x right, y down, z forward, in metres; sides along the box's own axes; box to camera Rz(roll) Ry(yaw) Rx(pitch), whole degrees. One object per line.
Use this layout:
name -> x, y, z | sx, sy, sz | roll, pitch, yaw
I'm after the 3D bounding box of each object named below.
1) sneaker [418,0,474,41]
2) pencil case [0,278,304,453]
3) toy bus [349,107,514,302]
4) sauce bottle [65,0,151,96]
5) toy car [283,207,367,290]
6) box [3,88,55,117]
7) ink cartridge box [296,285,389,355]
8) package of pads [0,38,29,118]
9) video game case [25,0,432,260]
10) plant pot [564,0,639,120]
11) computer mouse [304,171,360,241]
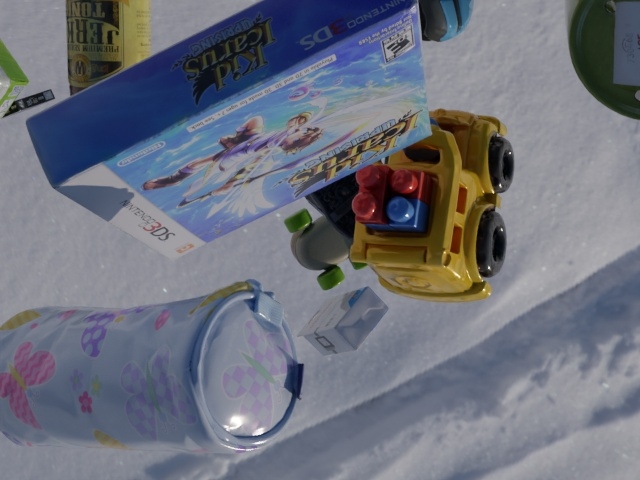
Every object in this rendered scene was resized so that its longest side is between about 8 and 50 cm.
sneaker -> 0.011, -0.308, 0.772 | 0.341, 0.139, 0.125 | 57, 35, 6
pencil case -> -0.147, 0.100, 0.662 | 0.113, 0.273, 0.124 | 20, 67, -50
toy bus -> 0.108, -0.059, 0.934 | 0.211, 0.149, 0.220 | 28, 68, -56
sauce bottle -> -0.274, -0.243, 1.115 | 0.111, 0.111, 0.345 | -6, 104, -27
toy car -> 0.000, 0.000, 1.679 | 0.148, 0.188, 0.155 | -31, 97, -15
box -> -0.487, -0.221, 1.399 | 0.083, 0.067, 0.018 | -39, 113, -54
ink cartridge box -> 0.037, 0.151, 1.560 | 0.060, 0.180, 0.104 | 45, 66, -9
package of pads -> -0.603, -0.276, 1.310 | 0.229, 0.297, 0.101 | -43, 165, 28
video game case -> -0.047, -0.087, 0.668 | 0.269, 0.244, 0.061 | -26, 75, 3
plant pot -> 0.330, -0.234, 0.752 | 0.293, 0.274, 0.275 | -49, 125, -42
computer mouse -> 0.038, -0.123, 1.352 | 0.262, 0.060, 0.184 | 43, 82, 15
